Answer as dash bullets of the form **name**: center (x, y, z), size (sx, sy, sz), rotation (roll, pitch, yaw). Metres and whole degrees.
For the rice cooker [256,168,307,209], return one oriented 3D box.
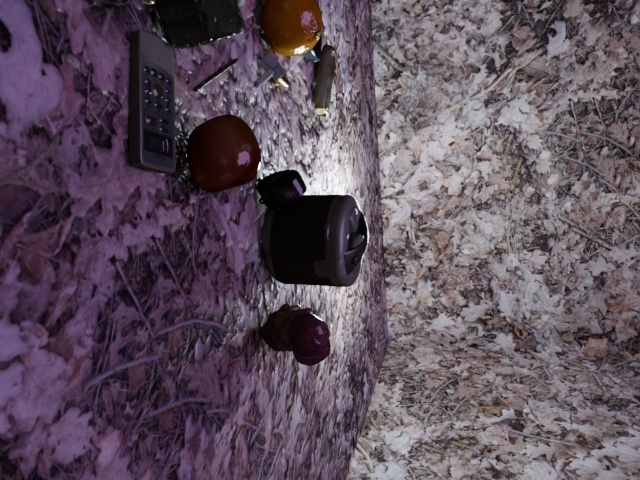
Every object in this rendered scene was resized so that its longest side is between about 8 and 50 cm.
- **rice cooker**: center (-0.124, -0.163, 1.582), size (0.112, 0.166, 0.106), rotation (-59, 136, -46)

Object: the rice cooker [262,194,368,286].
- **rice cooker**: center (0.000, 0.000, 1.702), size (0.335, 0.326, 0.334), rotation (0, 90, -72)

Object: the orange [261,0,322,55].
- **orange**: center (-0.091, -0.714, 1.638), size (0.219, 0.193, 0.219), rotation (8, 90, -89)

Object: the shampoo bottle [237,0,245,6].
- **shampoo bottle**: center (-0.229, -0.689, 1.402), size (0.077, 0.045, 0.151), rotation (127, -24, -81)

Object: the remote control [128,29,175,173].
- **remote control**: center (-0.349, -0.288, 1.055), size (0.123, 0.038, 0.285), rotation (10, 81, -72)

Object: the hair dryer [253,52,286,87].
- **hair dryer**: center (-0.175, -0.527, 1.586), size (0.082, 0.047, 0.137), rotation (47, 56, -17)

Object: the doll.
- **doll**: center (-0.067, 0.297, 1.608), size (0.152, 0.256, 0.196), rotation (-49, 115, -29)

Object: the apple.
- **apple**: center (-0.235, -0.205, 1.210), size (0.168, 0.181, 0.181), rotation (65, 22, -6)

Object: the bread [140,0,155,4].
- **bread**: center (-0.338, -0.504, 0.903), size (0.127, 0.147, 0.152), rotation (-59, 148, -63)

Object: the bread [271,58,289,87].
- **bread**: center (-0.143, -0.558, 1.693), size (0.072, 0.053, 0.106), rotation (68, 13, 7)

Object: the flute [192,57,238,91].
- **flute**: center (-0.274, -0.444, 1.335), size (0.269, 0.014, 0.014), rotation (-66, 151, -52)

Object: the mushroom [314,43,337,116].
- **mushroom**: center (0.018, -0.695, 2.165), size (0.100, 0.081, 0.311), rotation (28, 68, -67)

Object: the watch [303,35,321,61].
- **watch**: center (-0.043, -0.813, 1.980), size (0.206, 0.069, 0.192), rotation (-37, 125, -71)

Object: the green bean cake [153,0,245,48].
- **green bean cake**: center (-0.277, -0.569, 1.123), size (0.255, 0.132, 0.240), rotation (-70, 150, -58)
